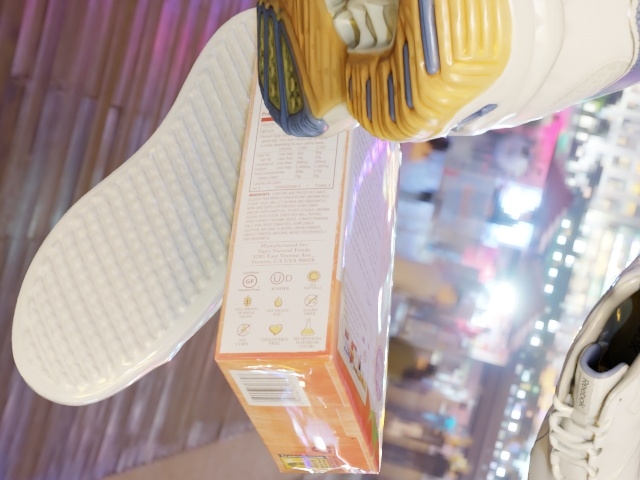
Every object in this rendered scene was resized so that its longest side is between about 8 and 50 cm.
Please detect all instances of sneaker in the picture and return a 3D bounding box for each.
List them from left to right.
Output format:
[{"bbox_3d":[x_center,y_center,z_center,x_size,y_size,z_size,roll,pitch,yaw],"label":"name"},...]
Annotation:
[{"bbox_3d":[-0.099,-0.007,1.049,0.366,0.135,0.150,-54,165,-25],"label":"sneaker"},{"bbox_3d":[0.054,-0.098,0.603,0.296,0.131,0.111,-140,-134,-66],"label":"sneaker"},{"bbox_3d":[0.227,0.140,1.119,0.129,0.111,0.297,-3,113,-57],"label":"sneaker"}]

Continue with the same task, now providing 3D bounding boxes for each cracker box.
[{"bbox_3d":[0.000,0.000,0.785,0.155,0.067,0.232,70,23,-56],"label":"cracker box"}]
